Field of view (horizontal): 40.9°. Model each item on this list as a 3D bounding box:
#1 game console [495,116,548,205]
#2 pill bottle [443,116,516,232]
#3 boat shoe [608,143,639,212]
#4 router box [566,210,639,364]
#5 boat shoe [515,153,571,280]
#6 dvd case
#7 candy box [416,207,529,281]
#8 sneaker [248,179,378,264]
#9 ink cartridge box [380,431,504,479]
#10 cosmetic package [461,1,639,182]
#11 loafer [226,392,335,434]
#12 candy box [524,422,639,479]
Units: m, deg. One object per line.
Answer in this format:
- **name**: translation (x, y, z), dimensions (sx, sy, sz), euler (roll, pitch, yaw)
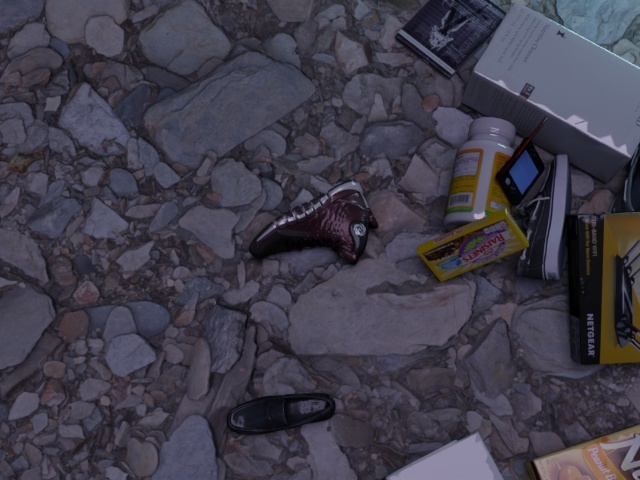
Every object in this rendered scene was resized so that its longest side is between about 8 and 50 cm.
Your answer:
- **game console**: translation (0.433, -0.161, 1.764), dimensions (0.144, 0.085, 0.124), euler (-48, 114, -32)
- **pill bottle**: translation (0.350, -0.132, 1.839), dimensions (0.136, 0.136, 0.245), euler (12, 74, 4)
- **boat shoe**: translation (0.732, -0.160, 1.864), dimensions (0.116, 0.099, 0.319), euler (30, 76, 8)
- **router box**: translation (0.637, 0.093, 1.753), dimensions (0.243, 0.081, 0.308), euler (-3, 93, 0)
- **boat shoe**: translation (0.474, -0.053, 1.832), dimensions (0.105, 0.113, 0.306), euler (3, 65, 23)
- **dvd case**: translation (0.307, -0.502, 2.010), dimensions (0.164, 0.018, 0.221), euler (40, 77, 10)
- **candy box**: translation (0.314, 0.012, 1.771), dimensions (0.206, 0.105, 0.027), euler (-25, 38, 26)
- **sneaker**: translation (0.000, 0.000, 1.822), dimensions (0.281, 0.106, 0.162), euler (-31, 79, -9)
- **ink cartridge box**: translation (0.262, 0.527, 1.615), dimensions (0.197, 0.198, 0.270), euler (-25, 74, -6)
- **cosmetic package**: translation (0.533, -0.322, 1.884), dimensions (0.385, 0.156, 0.217), euler (29, 74, 9)
- **loafer**: translation (-0.080, 0.345, 1.732), dimensions (0.223, 0.078, 0.076), euler (-8, 73, -2)
- **candy box**: translation (0.587, 0.473, 1.685), dimensions (0.316, 0.087, 0.183), euler (-17, 74, -4)
